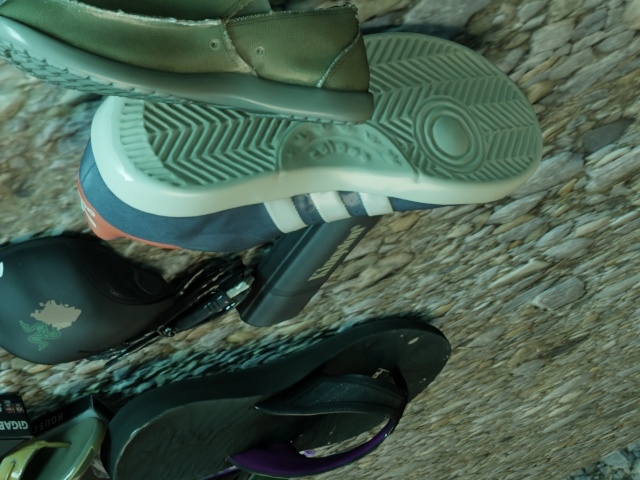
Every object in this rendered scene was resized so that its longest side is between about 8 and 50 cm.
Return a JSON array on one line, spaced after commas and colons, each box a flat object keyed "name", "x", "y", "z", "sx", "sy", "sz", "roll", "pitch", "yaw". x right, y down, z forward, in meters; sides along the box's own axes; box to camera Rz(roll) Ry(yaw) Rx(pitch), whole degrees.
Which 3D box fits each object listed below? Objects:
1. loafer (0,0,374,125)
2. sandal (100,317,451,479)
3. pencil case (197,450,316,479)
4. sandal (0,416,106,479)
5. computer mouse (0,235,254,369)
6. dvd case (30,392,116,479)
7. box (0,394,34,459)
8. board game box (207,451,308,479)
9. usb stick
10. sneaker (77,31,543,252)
[{"name": "loafer", "x": -0.078, "y": -0.125, "z": 0.831, "sx": 0.251, "sy": 0.087, "sz": 0.094, "roll": 6, "pitch": -177, "yaw": -33}, {"name": "sandal", "x": -0.024, "y": 0.204, "z": 1.521, "sx": 0.445, "sy": 0.107, "sz": 0.168, "roll": -14, "pitch": 136, "yaw": -33}, {"name": "pencil case", "x": -0.115, "y": 0.243, "z": 1.642, "sx": 0.206, "sy": 0.088, "sz": 0.086, "roll": -17, "pitch": 165, "yaw": -13}, {"name": "sandal", "x": -0.317, "y": 0.234, "z": 1.414, "sx": 0.219, "sy": 0.090, "sz": 0.060, "roll": -22, "pitch": 125, "yaw": 20}, {"name": "computer mouse", "x": -0.185, "y": 0.065, "z": 1.174, "sx": 0.188, "sy": 0.072, "sz": 0.272, "roll": -28, "pitch": 158, "yaw": 20}, {"name": "dvd case", "x": -0.255, "y": 0.271, "z": 1.534, "sx": 0.179, "sy": 0.030, "sz": 0.239, "roll": -28, "pitch": 133, "yaw": 14}, {"name": "box", "x": -0.416, "y": 0.216, "z": 1.346, "sx": 0.220, "sy": 0.051, "sz": 0.175, "roll": -33, "pitch": 156, "yaw": 28}, {"name": "board game box", "x": -0.158, "y": 0.343, "z": 1.694, "sx": 0.213, "sy": 0.046, "sz": 0.317, "roll": -26, "pitch": -174, "yaw": 22}, {"name": "usb stick", "x": 0.000, "y": 0.000, "z": 1.230, "sx": 0.077, "sy": 0.045, "sz": 0.278, "roll": -7, "pitch": 154, "yaw": -30}, {"name": "sneaker", "x": -0.010, "y": -0.060, "z": 0.992, "sx": 0.350, "sy": 0.131, "sz": 0.148, "roll": -3, "pitch": 159, "yaw": -28}]
